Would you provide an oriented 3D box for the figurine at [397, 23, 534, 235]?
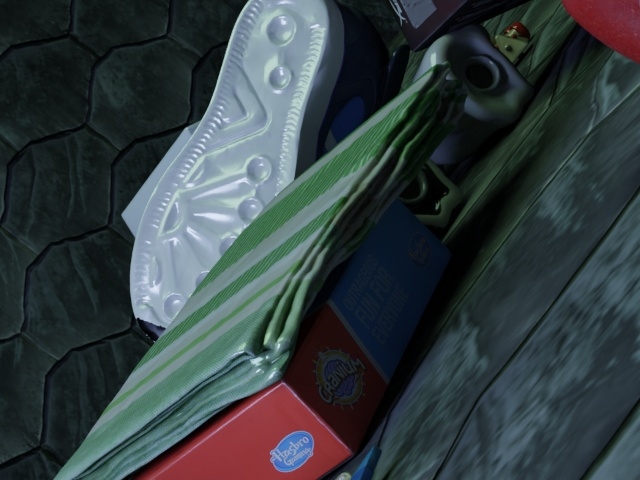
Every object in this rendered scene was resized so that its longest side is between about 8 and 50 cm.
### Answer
[{"bbox_3d":[0.062,-0.047,1.498,0.215,0.092,0.209,-54,1,-35],"label":"figurine"}]

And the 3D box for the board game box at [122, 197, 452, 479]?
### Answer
[{"bbox_3d":[-0.068,0.127,1.239,0.316,0.064,0.242,-39,11,32],"label":"board game box"}]

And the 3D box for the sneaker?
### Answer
[{"bbox_3d":[-0.027,-0.045,1.565,0.323,0.130,0.236,-70,-23,-4],"label":"sneaker"}]

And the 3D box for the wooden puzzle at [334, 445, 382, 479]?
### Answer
[{"bbox_3d":[-0.007,0.163,0.967,0.116,0.014,0.078,-49,10,32],"label":"wooden puzzle"}]

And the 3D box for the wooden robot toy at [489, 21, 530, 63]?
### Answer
[{"bbox_3d":[0.145,-0.189,1.777,0.076,0.079,0.173,-52,5,-9],"label":"wooden robot toy"}]

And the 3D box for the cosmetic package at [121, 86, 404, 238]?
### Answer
[{"bbox_3d":[-0.043,-0.056,1.792,0.224,0.138,0.224,-31,-7,-30],"label":"cosmetic package"}]

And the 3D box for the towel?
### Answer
[{"bbox_3d":[-0.035,0.029,1.220,0.248,0.038,0.325,-36,13,42],"label":"towel"}]

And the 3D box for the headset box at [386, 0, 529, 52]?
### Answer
[{"bbox_3d":[0.179,-0.269,1.412,0.218,0.110,0.293,-26,-3,-17],"label":"headset box"}]

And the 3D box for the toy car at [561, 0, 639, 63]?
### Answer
[{"bbox_3d":[0.127,-0.210,0.917,0.219,0.238,0.210,-79,8,-73],"label":"toy car"}]
